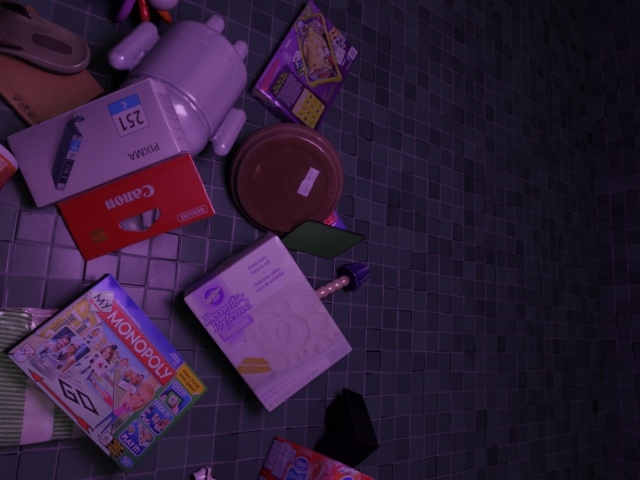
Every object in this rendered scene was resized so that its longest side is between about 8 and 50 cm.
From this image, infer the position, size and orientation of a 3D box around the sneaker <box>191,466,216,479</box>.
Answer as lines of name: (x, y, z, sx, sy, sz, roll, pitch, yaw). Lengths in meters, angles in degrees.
sneaker: (-0.237, 0.541, 1.034, 0.043, 0.040, 0.109, -25, 99, -38)

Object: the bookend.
bookend: (0.052, 0.493, 1.221, 0.072, 0.156, 0.157, 33, 110, -29)

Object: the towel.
towel: (-0.500, 0.244, 0.886, 0.325, 0.038, 0.248, 7, 81, -37)

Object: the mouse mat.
mouse mat: (0.000, 0.000, 1.216, 0.189, 0.152, 0.007, 16, 56, -34)

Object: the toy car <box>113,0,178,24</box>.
toy car: (-0.394, -0.522, 1.017, 0.182, 0.159, 0.136, 12, 113, -35)

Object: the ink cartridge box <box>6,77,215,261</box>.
ink cartridge box: (-0.380, -0.118, 0.885, 0.296, 0.066, 0.261, -19, 99, 8)

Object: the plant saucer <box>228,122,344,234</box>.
plant saucer: (-0.078, -0.137, 1.138, 0.277, 0.041, 0.278, -2, 112, -6)

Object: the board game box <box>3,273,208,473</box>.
board game box: (-0.391, 0.252, 0.918, 0.213, 0.046, 0.317, -45, 113, -31)

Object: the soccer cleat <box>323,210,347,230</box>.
soccer cleat: (-0.021, -0.102, 1.231, 0.318, 0.116, 0.108, 50, 57, -20)

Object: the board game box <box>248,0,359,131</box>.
board game box: (-0.035, -0.466, 1.317, 0.208, 0.056, 0.347, 40, 62, -30)

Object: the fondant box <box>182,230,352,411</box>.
fondant box: (-0.117, 0.181, 1.086, 0.238, 0.096, 0.330, -35, 105, -9)

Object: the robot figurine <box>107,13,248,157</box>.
robot figurine: (-0.290, -0.314, 1.011, 0.300, 0.200, 0.353, 38, 63, -26)

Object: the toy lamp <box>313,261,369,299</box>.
toy lamp: (0.018, 0.126, 1.257, 0.274, 0.080, 0.080, -22, 97, -36)

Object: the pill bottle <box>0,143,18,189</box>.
pill bottle: (-0.618, -0.078, 0.787, 0.121, 0.121, 0.216, 37, 64, -27)

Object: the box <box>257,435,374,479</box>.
box: (-0.019, 0.538, 1.059, 0.122, 0.257, 0.128, 35, 65, -26)

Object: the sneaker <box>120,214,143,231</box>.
sneaker: (-0.397, -0.083, 0.989, 0.053, 0.061, 0.152, -14, 94, -39)

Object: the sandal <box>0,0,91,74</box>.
sandal: (-0.571, -0.391, 0.858, 0.302, 0.086, 0.120, 5, 81, -36)

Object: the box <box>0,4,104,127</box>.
box: (-0.555, -0.330, 0.930, 0.201, 0.021, 0.164, 52, 58, -19)
